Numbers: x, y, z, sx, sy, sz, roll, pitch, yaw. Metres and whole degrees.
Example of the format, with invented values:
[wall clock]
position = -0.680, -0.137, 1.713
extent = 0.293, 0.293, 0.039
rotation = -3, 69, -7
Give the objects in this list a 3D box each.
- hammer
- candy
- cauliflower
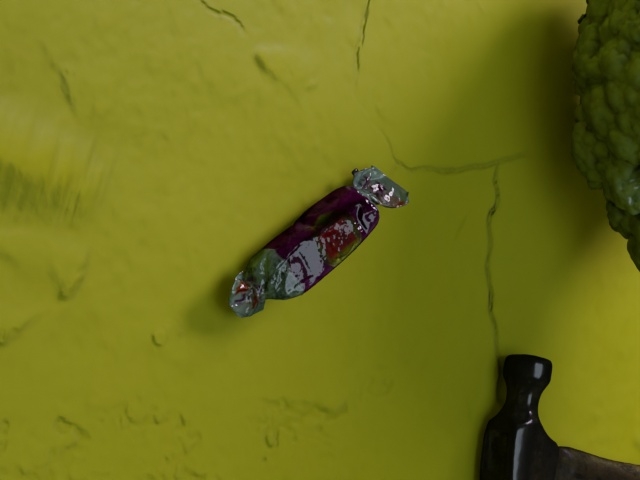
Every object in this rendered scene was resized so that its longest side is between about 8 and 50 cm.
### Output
[hammer]
position = 0.299, 0.210, 1.613
extent = 0.440, 0.044, 0.168
rotation = 14, 83, -38
[candy]
position = 0.000, 0.000, 1.360
extent = 0.175, 0.043, 0.045
rotation = -40, 107, -29
[cauliflower]
position = 0.344, -0.115, 1.491
extent = 0.281, 0.260, 0.327
rotation = -3, 122, -35
